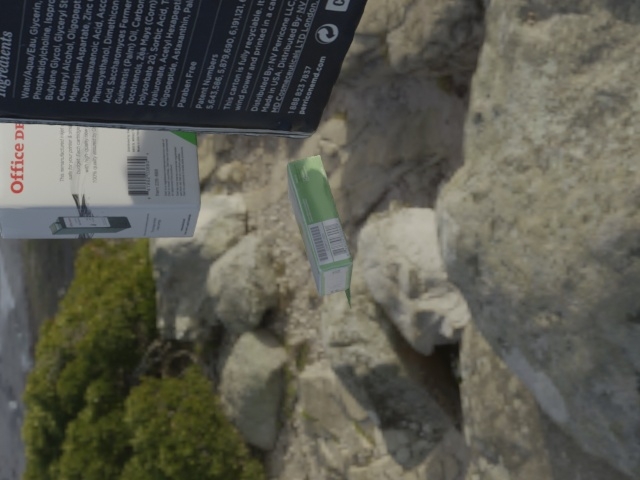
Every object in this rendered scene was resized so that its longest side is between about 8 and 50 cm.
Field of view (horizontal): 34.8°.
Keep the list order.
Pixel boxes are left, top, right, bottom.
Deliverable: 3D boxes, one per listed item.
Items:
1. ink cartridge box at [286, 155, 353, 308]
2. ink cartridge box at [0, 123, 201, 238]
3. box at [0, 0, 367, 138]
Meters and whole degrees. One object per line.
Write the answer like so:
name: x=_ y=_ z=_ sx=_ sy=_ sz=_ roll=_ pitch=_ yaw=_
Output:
ink cartridge box: x=0.000 y=0.000 z=1.502 sx=0.235 sy=0.056 sz=0.171 roll=93 pitch=161 yaw=-70
ink cartridge box: x=-0.332 y=-0.119 z=1.522 sx=0.121 sy=0.289 sz=0.211 roll=119 pitch=148 yaw=-64
box: x=-0.239 y=-0.368 z=1.004 sx=0.297 sy=0.472 sz=0.480 roll=113 pitch=148 yaw=-44
